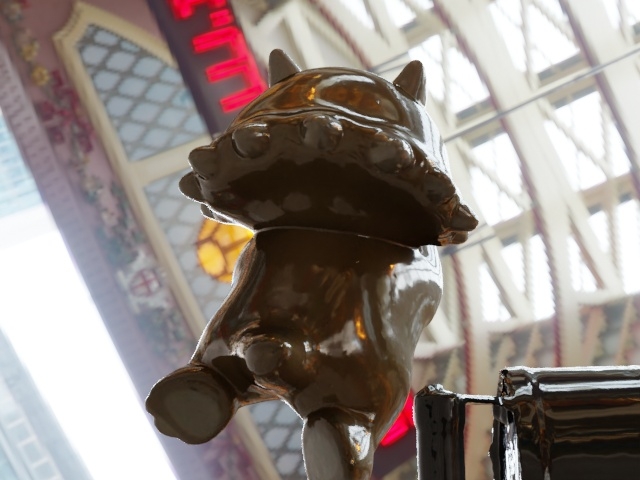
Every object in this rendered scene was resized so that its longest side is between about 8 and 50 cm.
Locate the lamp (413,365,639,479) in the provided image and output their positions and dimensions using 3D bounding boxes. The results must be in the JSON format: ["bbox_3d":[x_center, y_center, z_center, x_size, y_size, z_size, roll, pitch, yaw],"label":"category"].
[{"bbox_3d":[0.150,0.096,0.481,0.227,0.172,0.147,-1,-98,4],"label":"lamp"}]

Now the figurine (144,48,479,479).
[{"bbox_3d":[-0.002,-0.004,0.747,0.177,0.247,0.173,19,-41,24],"label":"figurine"}]
